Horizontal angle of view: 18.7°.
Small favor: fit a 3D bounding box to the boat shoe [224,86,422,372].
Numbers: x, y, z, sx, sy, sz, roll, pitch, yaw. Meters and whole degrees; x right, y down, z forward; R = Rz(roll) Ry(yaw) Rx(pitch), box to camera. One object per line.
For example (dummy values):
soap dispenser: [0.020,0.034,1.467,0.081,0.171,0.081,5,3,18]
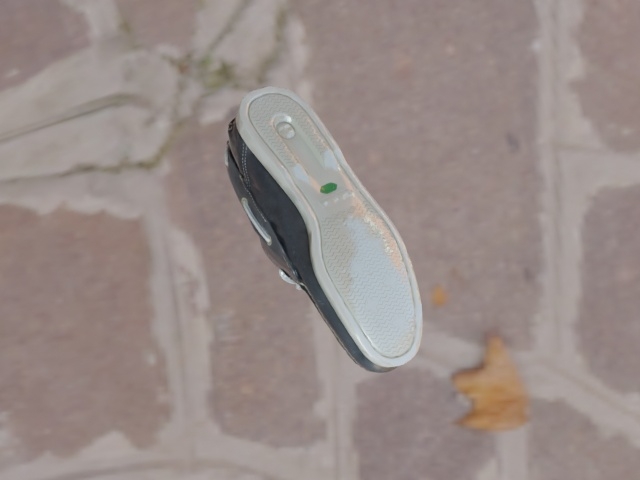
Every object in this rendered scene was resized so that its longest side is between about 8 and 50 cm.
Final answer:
boat shoe: [0.000,0.000,1.424,0.084,0.079,0.233,-15,66,-37]
